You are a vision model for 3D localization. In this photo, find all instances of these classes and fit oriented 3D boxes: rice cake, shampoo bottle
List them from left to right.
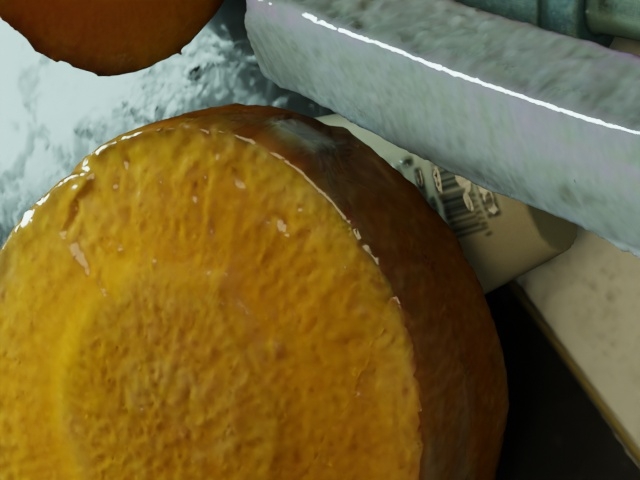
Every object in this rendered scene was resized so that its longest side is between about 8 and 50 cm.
[{"bbox_3d":[0.000,0.000,0.874,0.257,0.078,0.127,-17,96,31],"label":"shampoo bottle"},{"bbox_3d":[0.081,-0.056,0.723,0.365,0.056,0.072,29,146,52],"label":"rice cake"}]

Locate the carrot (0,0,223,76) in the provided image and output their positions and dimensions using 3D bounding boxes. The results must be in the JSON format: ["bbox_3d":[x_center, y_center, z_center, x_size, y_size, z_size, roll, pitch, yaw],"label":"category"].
[{"bbox_3d":[-0.184,-0.261,0.915,0.331,0.193,0.214,43,152,29],"label":"carrot"}]

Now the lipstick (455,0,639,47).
[{"bbox_3d":[0.129,-0.115,0.798,0.274,0.061,0.068,17,98,31],"label":"lipstick"}]

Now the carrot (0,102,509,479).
[{"bbox_3d":[-0.042,0.074,0.840,0.258,0.100,0.307,25,120,14],"label":"carrot"}]
